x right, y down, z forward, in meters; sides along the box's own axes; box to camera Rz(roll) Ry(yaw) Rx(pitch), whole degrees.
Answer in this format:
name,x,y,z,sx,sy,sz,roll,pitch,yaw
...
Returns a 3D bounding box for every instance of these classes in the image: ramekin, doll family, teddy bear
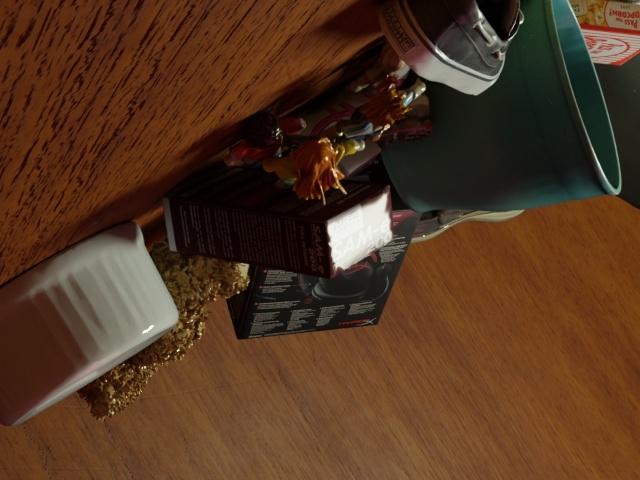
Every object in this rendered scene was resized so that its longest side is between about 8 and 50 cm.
name,x,y,z,sx,sy,sz,roll,pitch,yaw
ramekin,-0.304,0.105,1.650,0.277,0.135,0.277,-32,179,-1
doll family,0.030,-0.119,1.485,0.263,0.118,0.163,-32,178,-8
teddy bear,-0.224,0.084,1.851,0.338,0.245,0.113,-37,134,23

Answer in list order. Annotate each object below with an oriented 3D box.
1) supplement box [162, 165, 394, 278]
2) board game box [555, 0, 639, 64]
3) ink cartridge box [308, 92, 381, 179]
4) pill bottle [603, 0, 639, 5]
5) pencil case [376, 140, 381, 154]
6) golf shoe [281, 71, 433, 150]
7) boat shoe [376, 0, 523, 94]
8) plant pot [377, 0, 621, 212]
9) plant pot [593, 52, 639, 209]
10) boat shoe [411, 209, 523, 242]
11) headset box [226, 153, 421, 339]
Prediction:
name,x,y,z,sx,sy,sz,roll,pitch,yaw
supplement box,-0.050,-0.025,1.589,0.239,0.073,0.130,9,-154,37
board game box,0.341,-0.285,1.859,0.194,0.045,0.147,4,172,-8
ink cartridge box,0.026,-0.126,1.712,0.052,0.088,0.122,-34,178,-7
pill bottle,0.425,-0.357,1.905,0.108,0.108,0.193,-32,178,7
pencil case,0.051,-0.111,1.952,0.284,0.124,0.124,-32,178,19
golf shoe,0.036,-0.149,1.618,0.186,0.085,0.067,-9,177,-7
boat shoe,0.148,-0.215,1.337,0.102,0.108,0.301,-31,171,20
plant pot,0.211,-0.152,1.718,0.255,0.271,0.272,-17,-177,19
plant pot,0.510,-0.205,2.153,0.341,0.334,0.341,-43,159,-21
boat shoe,0.222,-0.094,2.333,0.355,0.132,0.130,-14,157,-29
headset box,0.000,0.000,1.882,0.218,0.110,0.293,-5,142,-19
